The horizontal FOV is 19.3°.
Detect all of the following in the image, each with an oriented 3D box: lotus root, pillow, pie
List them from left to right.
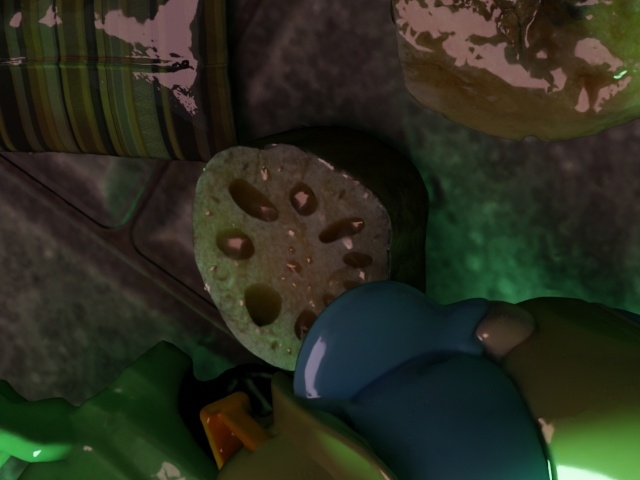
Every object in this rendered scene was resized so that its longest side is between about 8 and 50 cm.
[{"bbox_3d":[-0.138,-0.095,0.977,0.203,0.038,0.113,3,111,19],"label":"pillow"},{"bbox_3d":[-0.003,0.000,0.940,0.112,0.081,0.122,7,114,20],"label":"lotus root"},{"bbox_3d":[0.113,-0.149,0.852,0.185,0.052,0.218,-5,111,17],"label":"pie"}]

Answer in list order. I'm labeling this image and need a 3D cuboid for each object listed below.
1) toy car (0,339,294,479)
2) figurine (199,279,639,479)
[{"bbox_3d":[-0.061,0.211,0.985,0.359,0.176,0.213,46,121,8],"label":"toy car"},{"bbox_3d":[0.073,0.111,0.879,0.180,0.262,0.154,-65,37,40],"label":"figurine"}]
